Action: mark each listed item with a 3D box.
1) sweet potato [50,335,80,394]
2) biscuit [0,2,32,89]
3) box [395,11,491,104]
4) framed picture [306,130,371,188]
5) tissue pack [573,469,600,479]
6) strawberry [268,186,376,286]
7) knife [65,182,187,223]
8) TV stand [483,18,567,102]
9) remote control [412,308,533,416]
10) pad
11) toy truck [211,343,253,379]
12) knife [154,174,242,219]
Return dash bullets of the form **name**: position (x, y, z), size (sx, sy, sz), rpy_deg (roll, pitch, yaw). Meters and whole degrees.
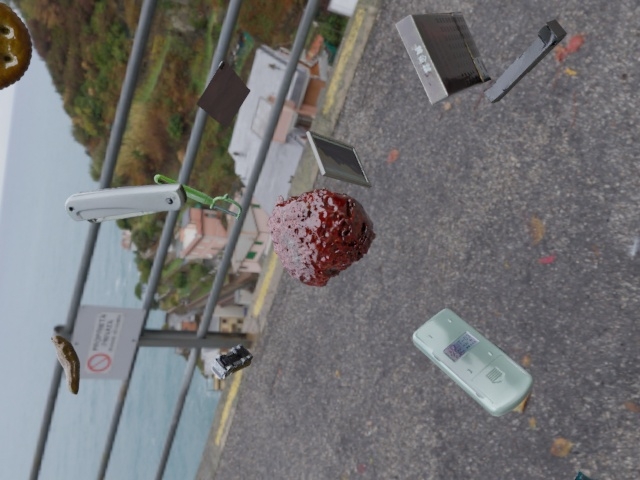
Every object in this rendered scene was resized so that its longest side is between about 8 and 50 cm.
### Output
- **sweet potato**: position (-0.715, 0.353, 1.563), size (0.182, 0.053, 0.054), rpy_deg (63, 150, 16)
- **biscuit**: position (-0.788, -0.457, 1.272), size (0.066, 0.221, 0.220), rpy_deg (-140, 61, -68)
- **box**: position (0.282, -0.412, 1.211), size (0.047, 0.325, 0.180), rpy_deg (-22, 97, 38)
- **framed picture**: position (0.069, -0.290, 1.975), size (0.018, 0.265, 0.192), rpy_deg (-37, 62, 33)
- **tissue pack**: position (0.543, 0.528, 1.146), size (0.028, 0.138, 0.085), rpy_deg (24, 82, 50)
- **strawberry**: position (0.000, 0.000, 1.319), size (0.274, 0.274, 0.220), rpy_deg (-9, 73, 58)
- **knife**: position (-0.403, -0.077, 1.136), size (0.040, 0.266, 0.073), rpy_deg (-76, -23, -59)
- **TV stand**: position (0.504, -0.441, 1.374), size (0.049, 0.040, 0.256), rpy_deg (59, 152, 10)
- **remote control**: position (0.371, 0.292, 1.342), size (0.296, 0.140, 0.056), rpy_deg (41, 160, 39)
- **pad**: position (-0.217, -0.326, 1.243), size (0.006, 0.188, 0.113), rpy_deg (32, 91, 12)
- **toy truck**: position (-0.229, 0.321, 1.436), size (0.052, 0.123, 0.062), rpy_deg (41, 119, 21)
- **knife**: position (-0.278, -0.109, 1.261), size (0.015, 0.212, 0.054), rpy_deg (-82, 19, -52)
